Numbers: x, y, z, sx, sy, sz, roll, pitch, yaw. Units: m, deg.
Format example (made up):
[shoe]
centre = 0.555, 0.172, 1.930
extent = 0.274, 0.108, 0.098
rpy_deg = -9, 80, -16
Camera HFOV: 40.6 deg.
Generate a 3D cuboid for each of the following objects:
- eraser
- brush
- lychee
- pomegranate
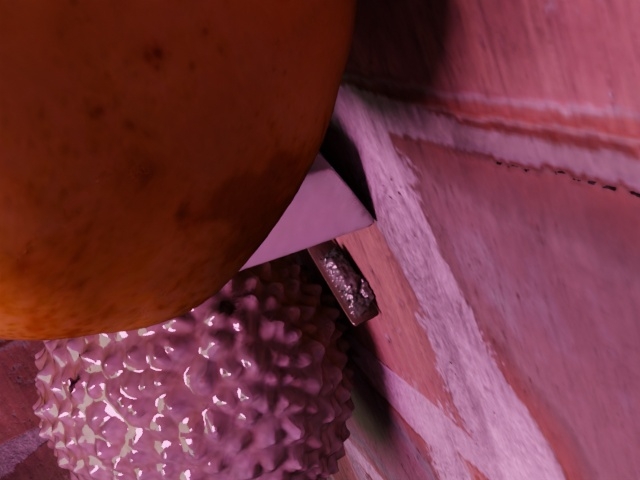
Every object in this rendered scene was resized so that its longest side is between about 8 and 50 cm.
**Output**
[eraser]
centre = -0.134, -0.112, 0.809
extent = 0.397, 0.213, 0.082
rpy_deg = 50, 151, 47
[brush]
centre = 0.000, 0.000, 0.871
extent = 0.190, 0.034, 0.028
rpy_deg = 58, 157, 24
[lychee]
centre = -0.135, 0.157, 1.019
extent = 0.380, 0.380, 0.432
rpy_deg = 59, 148, 21
[pomegranate]
centre = -0.185, -0.136, 0.470
extent = 0.417, 0.416, 0.417
rpy_deg = 58, 166, 23
